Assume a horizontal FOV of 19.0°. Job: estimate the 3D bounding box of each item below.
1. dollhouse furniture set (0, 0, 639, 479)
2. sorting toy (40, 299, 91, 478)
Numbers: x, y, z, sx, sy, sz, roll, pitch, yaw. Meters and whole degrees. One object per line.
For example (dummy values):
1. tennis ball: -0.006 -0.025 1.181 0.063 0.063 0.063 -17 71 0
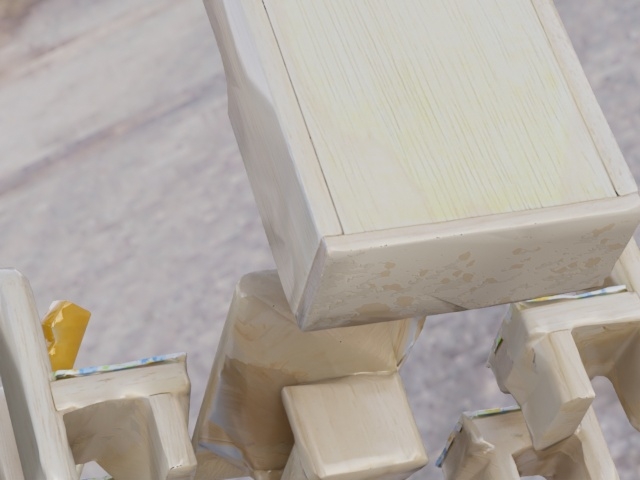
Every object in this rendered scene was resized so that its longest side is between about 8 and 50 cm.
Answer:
1. dollhouse furniture set: 0.000 0.000 1.055 0.362 0.256 0.394 -8 -31 -18
2. sorting toy: -0.282 0.172 1.512 0.041 0.229 0.307 -1 66 46
